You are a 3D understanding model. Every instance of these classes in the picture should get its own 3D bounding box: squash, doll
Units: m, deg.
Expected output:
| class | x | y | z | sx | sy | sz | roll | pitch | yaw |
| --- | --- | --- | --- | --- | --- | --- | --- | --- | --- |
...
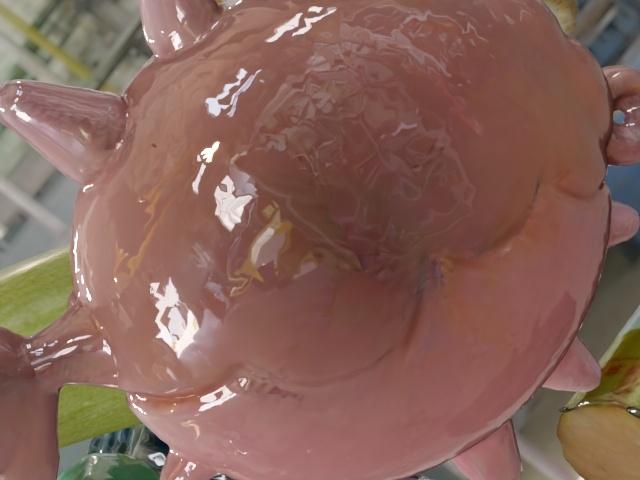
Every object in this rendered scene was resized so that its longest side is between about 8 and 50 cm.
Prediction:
| class | x | y | z | sx | sy | sz | roll | pitch | yaw |
| --- | --- | --- | --- | --- | --- | --- | --- | --- | --- |
| squash | -0.141 | 0.065 | 0.732 | 0.224 | 0.094 | 0.094 | -24 | -16 | -41 |
| doll | 0.000 | 0.000 | 0.546 | 0.262 | 0.211 | 0.093 | -30 | 16 | -18 |

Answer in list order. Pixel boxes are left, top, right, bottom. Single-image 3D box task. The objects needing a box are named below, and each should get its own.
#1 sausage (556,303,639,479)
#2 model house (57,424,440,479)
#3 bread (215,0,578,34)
| class | x | y | z | sx | sy | sz | roll | pitch | yaw |
| --- | --- | --- | --- | --- | --- | --- | --- | --- | --- |
| sausage | 0.241 | 0.018 | 0.866 | 0.317 | 0.117 | 0.125 | -47 | -24 | -30 |
| model house | -0.009 | 0.209 | 0.990 | 0.284 | 0.298 | 0.243 | 93 | -167 | -77 |
| bread | 0.036 | -0.126 | 1.023 | 0.236 | 0.070 | 0.236 | -16 | -14 | -4 |
